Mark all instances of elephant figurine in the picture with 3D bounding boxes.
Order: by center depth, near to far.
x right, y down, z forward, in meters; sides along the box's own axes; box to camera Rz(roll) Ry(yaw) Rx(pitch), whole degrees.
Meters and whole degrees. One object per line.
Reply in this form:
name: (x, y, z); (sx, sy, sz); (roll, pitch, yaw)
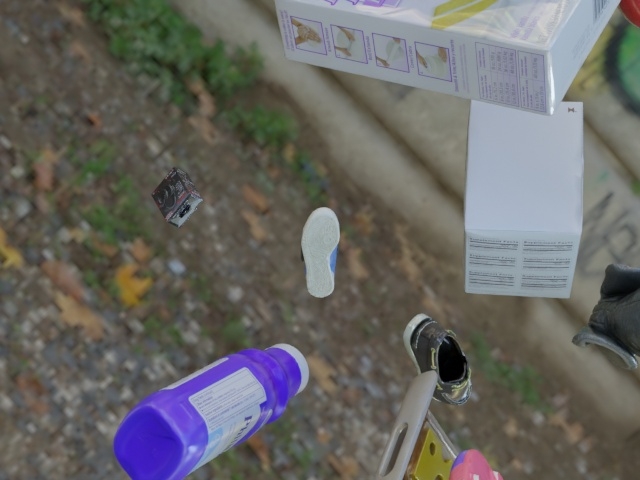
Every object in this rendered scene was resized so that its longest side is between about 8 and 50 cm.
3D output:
elephant figurine: (0.432, 0.119, 2.107); (0.239, 0.169, 0.186); (7, -63, 48)

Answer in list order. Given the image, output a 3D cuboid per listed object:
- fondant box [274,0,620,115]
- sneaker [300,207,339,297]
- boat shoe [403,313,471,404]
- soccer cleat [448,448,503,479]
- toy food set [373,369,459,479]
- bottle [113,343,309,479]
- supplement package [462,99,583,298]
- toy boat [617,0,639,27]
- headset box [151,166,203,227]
fondant box: (0.148, -0.278, 1.676); (0.330, 0.238, 0.096); (14, -39, 26)
sneaker: (-0.001, 0.000, 2.218); (0.084, 0.058, 0.152); (-95, -177, -54)
boat shoe: (0.201, 0.206, 2.428); (0.068, 0.081, 0.228); (28, -19, 39)
soccer cleat: (0.146, 0.338, 1.528); (0.083, 0.095, 0.248); (2, 78, -58)
toy food set: (0.157, 0.327, 1.741); (0.306, 0.092, 0.220); (57, 42, -36)
bottle: (-0.113, 0.189, 1.717); (0.092, 0.118, 0.283); (49, 32, 11)
supplement package: (0.265, -0.053, 1.992); (0.203, 0.149, 0.194); (79, 14, -64)
toy boat: (0.532, -0.367, 2.135); (0.231, 0.151, 0.151); (10, -7, -2)
headset box: (-0.223, -0.065, 2.363); (0.032, 0.062, 0.083); (27, 21, -41)
